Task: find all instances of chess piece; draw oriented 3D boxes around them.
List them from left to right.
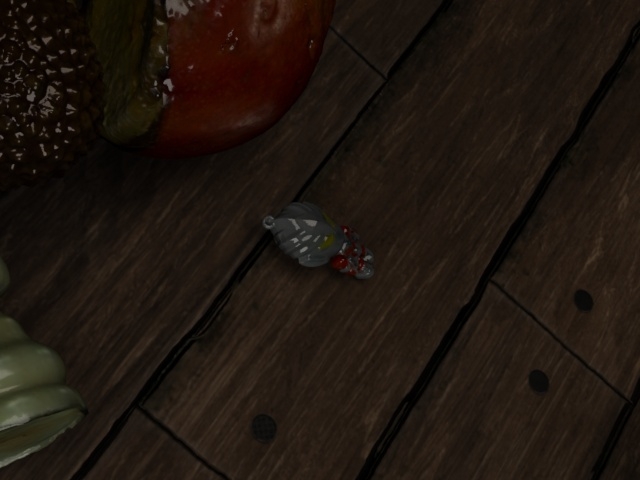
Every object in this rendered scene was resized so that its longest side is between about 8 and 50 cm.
[{"bbox_3d":[-0.396,0.078,1.499,0.182,0.182,0.330,-16,72,-34],"label":"chess piece"}]

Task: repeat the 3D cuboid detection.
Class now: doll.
[{"bbox_3d":[0.000,0.000,1.817,0.180,0.079,0.094,24,57,-33],"label":"doll"}]

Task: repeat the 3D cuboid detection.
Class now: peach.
[{"bbox_3d":[-0.158,-0.290,1.692,0.353,0.339,0.416,39,59,-9],"label":"peach"}]

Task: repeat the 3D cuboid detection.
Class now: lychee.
[{"bbox_3d":[-0.361,-0.174,1.560,0.268,0.267,0.267,12,63,-25],"label":"lychee"}]
